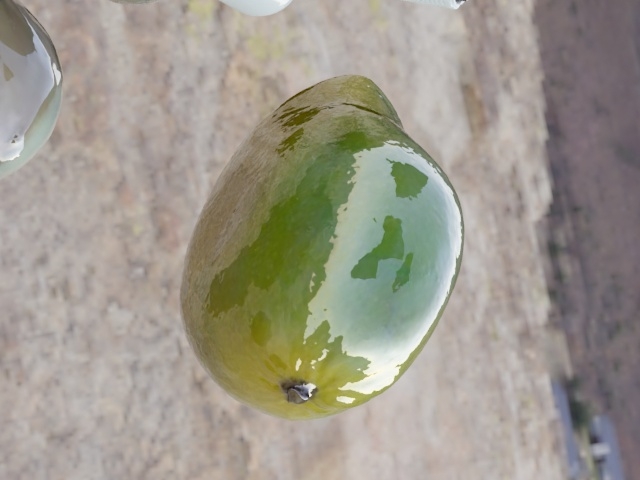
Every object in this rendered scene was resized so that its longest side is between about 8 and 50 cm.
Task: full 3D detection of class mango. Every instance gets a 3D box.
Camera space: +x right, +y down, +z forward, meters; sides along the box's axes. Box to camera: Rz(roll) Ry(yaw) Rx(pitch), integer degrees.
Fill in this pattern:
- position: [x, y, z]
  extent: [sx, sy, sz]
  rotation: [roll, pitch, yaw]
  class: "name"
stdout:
- position: [-0.002, 0.003, 0.600]
  extent: [0.085, 0.122, 0.191]
  rotation: [33, 13, -15]
  class: "mango"

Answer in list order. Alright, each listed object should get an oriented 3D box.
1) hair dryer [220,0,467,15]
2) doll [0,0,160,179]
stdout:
- position: [0.008, -0.197, 1.049]
  extent: [0.131, 0.236, 0.073]
  rotation: [20, 82, -64]
  class: "hair dryer"
- position: [-0.192, -0.166, 0.536]
  extent: [0.330, 0.235, 0.174]
  rotation: [42, 7, 32]
  class: "doll"
